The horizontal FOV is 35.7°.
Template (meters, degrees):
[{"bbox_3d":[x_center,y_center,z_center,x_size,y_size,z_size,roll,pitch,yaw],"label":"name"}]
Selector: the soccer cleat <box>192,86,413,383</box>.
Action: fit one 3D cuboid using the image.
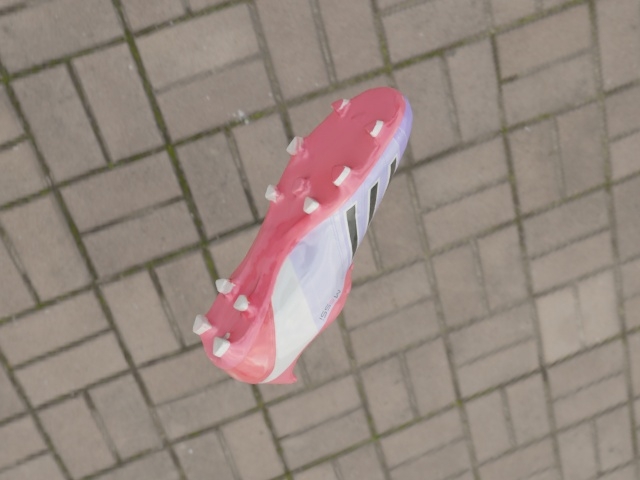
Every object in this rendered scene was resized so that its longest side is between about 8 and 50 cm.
[{"bbox_3d":[0.000,0.000,0.748,0.095,0.083,0.248,28,98,-41],"label":"soccer cleat"}]
